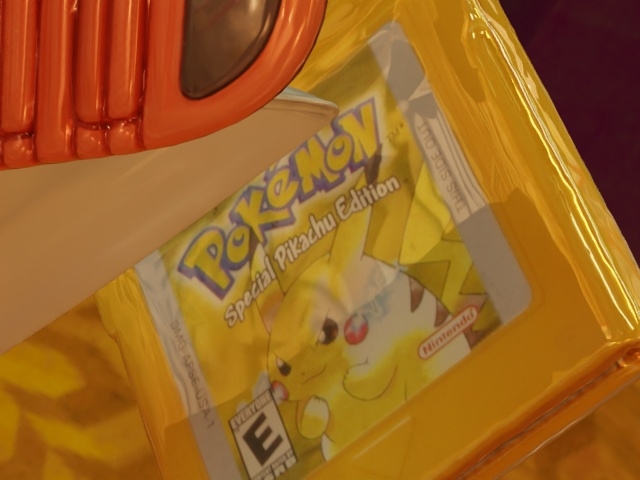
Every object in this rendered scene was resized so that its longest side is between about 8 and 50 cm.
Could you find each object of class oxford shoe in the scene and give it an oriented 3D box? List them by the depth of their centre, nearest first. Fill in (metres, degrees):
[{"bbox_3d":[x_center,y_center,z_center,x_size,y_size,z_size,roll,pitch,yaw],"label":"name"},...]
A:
[{"bbox_3d":[-0.105,-0.072,0.407,0.271,0.097,0.098,13,10,28],"label":"oxford shoe"}]

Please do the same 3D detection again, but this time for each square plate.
[{"bbox_3d":[-0.209,0.006,0.806,0.344,0.347,0.049,1,59,-60],"label":"square plate"}]

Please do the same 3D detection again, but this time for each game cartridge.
[{"bbox_3d":[0.000,0.000,0.991,0.052,0.285,0.324,18,40,-49],"label":"game cartridge"}]
